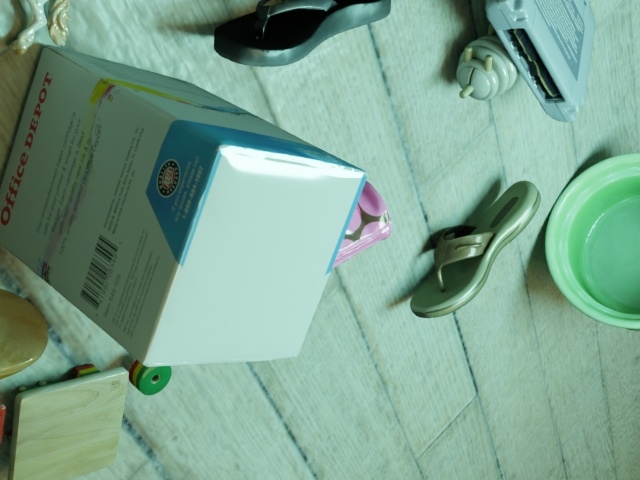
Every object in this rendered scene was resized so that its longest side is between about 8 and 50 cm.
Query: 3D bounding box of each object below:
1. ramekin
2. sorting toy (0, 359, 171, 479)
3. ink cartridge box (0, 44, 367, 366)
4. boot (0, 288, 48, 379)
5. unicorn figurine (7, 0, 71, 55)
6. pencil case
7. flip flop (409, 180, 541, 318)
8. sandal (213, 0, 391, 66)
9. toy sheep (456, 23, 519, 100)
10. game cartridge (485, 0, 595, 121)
[{"bbox_3d":[0.554,0.014,1.687,0.303,0.303,0.148,-59,149,1],"label":"ramekin"},{"bbox_3d":[-0.297,0.207,1.094,0.275,0.046,0.132,-11,123,-43],"label":"sorting toy"},{"bbox_3d":[-0.141,-0.035,0.921,0.197,0.270,0.198,5,111,-50],"label":"ink cartridge box"},{"bbox_3d":[-0.394,0.130,0.839,0.295,0.104,0.211,-2,144,-24],"label":"boot"},{"bbox_3d":[-0.277,-0.219,0.830,0.162,0.060,0.111,-8,121,-63],"label":"unicorn figurine"},{"bbox_3d":[0.000,0.000,1.234,0.209,0.098,0.095,-31,134,-31],"label":"pencil case"},{"bbox_3d":[0.225,0.004,1.485,0.277,0.112,0.080,-48,115,-8],"label":"flip flop"},{"bbox_3d":[-0.022,-0.248,1.055,0.254,0.097,0.054,-35,138,-42],"label":"sandal"},{"bbox_3d":[0.226,-0.235,1.329,0.132,0.091,0.091,-41,139,-26],"label":"toy sheep"},{"bbox_3d":[0.303,-0.315,1.323,0.294,0.060,0.196,40,61,-51],"label":"game cartridge"}]
